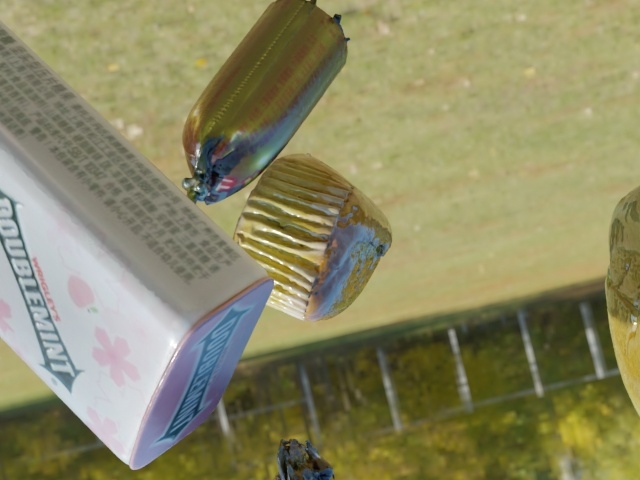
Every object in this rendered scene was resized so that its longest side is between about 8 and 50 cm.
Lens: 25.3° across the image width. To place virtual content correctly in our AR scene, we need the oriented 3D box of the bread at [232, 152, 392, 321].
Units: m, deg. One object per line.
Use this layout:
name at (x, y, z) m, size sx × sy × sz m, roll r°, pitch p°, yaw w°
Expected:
bread at (0.000, 0.000, 1.876) m, size 0.156 × 0.204 × 0.288 m, roll 22°, pitch -178°, yaw 13°

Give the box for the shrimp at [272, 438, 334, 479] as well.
shrimp at (-0.006, 0.265, 1.338) m, size 0.061 × 0.145 × 0.267 m, roll -38°, pitch 139°, yaw -17°

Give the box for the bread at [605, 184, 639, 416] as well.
bread at (0.291, 0.056, 1.098) m, size 0.104 × 0.213 × 0.213 m, roll -6°, pitch 174°, yaw -6°

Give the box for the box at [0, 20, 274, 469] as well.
box at (-0.213, -0.021, 1.043) m, size 0.112 × 0.369 × 0.190 m, roll -34°, pitch 158°, yaw -43°

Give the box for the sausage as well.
sausage at (-0.076, -0.149, 1.624) m, size 0.317 × 0.117 × 0.125 m, roll -59°, pitch -174°, yaw -37°
